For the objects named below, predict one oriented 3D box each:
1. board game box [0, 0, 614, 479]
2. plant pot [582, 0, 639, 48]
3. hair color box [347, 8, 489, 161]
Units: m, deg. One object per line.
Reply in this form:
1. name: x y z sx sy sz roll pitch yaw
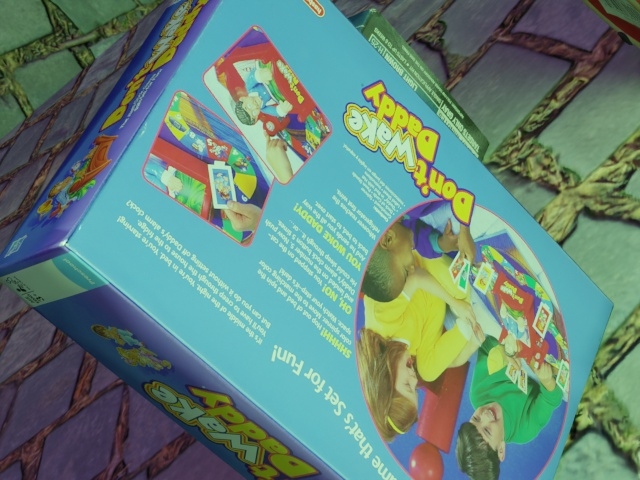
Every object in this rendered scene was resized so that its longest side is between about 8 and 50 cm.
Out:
1. board game box: 0.014 0.029 0.735 0.078 0.347 0.233 -16 38 48
2. plant pot: 0.270 -0.239 0.925 0.174 0.191 0.191 -47 25 4
3. hair color box: 0.000 0.000 1.003 0.105 0.174 0.347 -14 40 46
